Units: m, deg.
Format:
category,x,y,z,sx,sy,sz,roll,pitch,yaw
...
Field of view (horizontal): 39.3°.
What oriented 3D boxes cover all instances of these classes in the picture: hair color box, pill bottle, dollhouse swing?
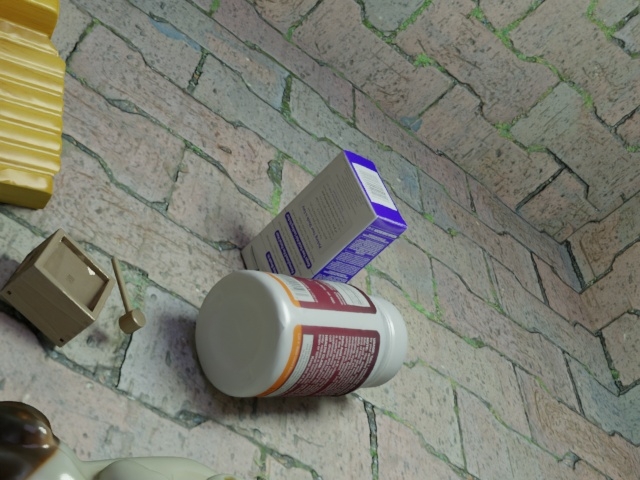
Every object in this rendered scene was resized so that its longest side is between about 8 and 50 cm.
category,x,y,z,sx,sy,sz,roll,pitch,yaw
hair color box,0.000,0.000,1.833,0.110,0.339,0.185,19,38,-46
pill bottle,-0.022,0.182,1.684,0.392,0.224,0.224,12,43,-49
dollhouse swing,-0.474,-0.266,1.407,0.315,0.305,0.346,12,71,-46

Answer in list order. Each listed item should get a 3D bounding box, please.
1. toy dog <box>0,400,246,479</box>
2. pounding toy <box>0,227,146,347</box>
category,x,y,z,sx,sy,sz,roll,pitch,yaw
toy dog,-0.265,0.340,1.069,0.408,0.284,0.395,27,20,-34
pounding toy,-0.385,0.091,1.440,0.206,0.094,0.181,48,20,-19
